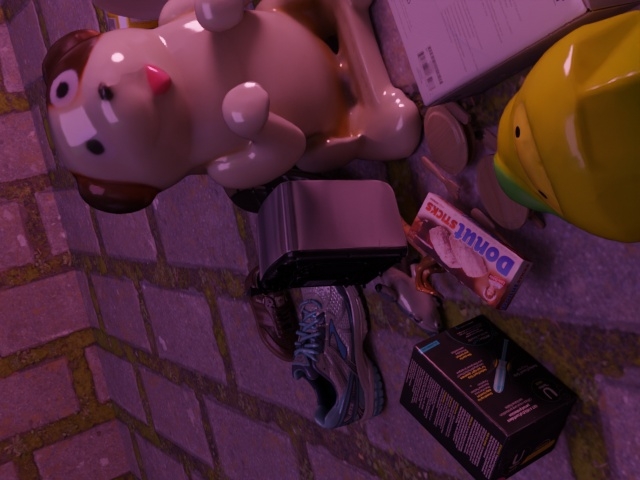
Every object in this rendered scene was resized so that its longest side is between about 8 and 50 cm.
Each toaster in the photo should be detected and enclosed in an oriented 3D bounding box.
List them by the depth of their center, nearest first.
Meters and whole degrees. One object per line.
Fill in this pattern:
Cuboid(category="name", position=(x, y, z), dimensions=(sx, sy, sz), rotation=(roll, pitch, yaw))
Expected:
Cuboid(category="toaster", position=(0.000, 0.000, 1.000), dimensions=(0.168, 0.186, 0.110), rotation=(132, 133, -66))

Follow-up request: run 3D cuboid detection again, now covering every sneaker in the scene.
Cuboid(category="sneaker", position=(0.010, 0.163, 1.197), dimensions=(0.110, 0.122, 0.283), rotation=(-17, 91, 59))
Cuboid(category="sneaker", position=(-0.085, 0.131, 1.386), dimensions=(0.188, 0.066, 0.071), rotation=(59, 146, 20))

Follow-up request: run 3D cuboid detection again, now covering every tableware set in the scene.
Cuboid(category="tableware set", position=(0.186, -0.091, 0.869), dimensions=(0.194, 0.039, 0.128), rotation=(53, 157, 38))

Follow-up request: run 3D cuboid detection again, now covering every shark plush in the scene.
Cuboid(category="shark plush", position=(0.142, 0.093, 1.049), dimensions=(0.161, 0.073, 0.067), rotation=(42, 163, 9))

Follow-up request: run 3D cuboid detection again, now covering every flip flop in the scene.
Cuboid(category="flip flop", position=(-0.039, -0.076, 1.179), dimensions=(0.277, 0.080, 0.112), rotation=(17, 129, 36))

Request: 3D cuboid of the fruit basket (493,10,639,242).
Cuboid(category="fruit basket", position=(0.254, -0.092, 0.504), dimensions=(0.392, 0.283, 0.392), rotation=(11, 113, 27))

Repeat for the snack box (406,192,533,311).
Cuboid(category="snack box", position=(0.168, 0.010, 0.883), dimensions=(0.178, 0.022, 0.064), rotation=(45, 113, 50))

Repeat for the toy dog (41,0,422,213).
Cuboid(category="toy dog", position=(-0.147, -0.195, 0.983), dimensions=(0.395, 0.408, 0.284), rotation=(1, 105, 57))

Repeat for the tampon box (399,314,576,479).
Cuboid(category="tampon box", position=(0.197, 0.191, 0.915), dimensions=(0.161, 0.120, 0.101), rotation=(43, 138, 39))

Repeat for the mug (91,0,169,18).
Cuboid(category="mug", position=(-0.236, -0.553, 1.063), dimensions=(0.374, 0.276, 0.328), rotation=(-38, 68, 64))

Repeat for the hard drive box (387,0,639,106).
Cuboid(category="hard drive box", position=(0.173, -0.261, 0.749), dimensions=(0.232, 0.089, 0.181), rotation=(-21, 87, 60))

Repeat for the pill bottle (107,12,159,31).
Cuboid(category="pill bottle", position=(-0.353, -0.484, 1.441), dimensions=(0.119, 0.119, 0.208), rotation=(26, 127, 50))

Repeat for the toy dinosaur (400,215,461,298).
Cuboid(category="toy dinosaur", position=(0.147, 0.013, 0.981), dimensions=(0.211, 0.064, 0.112), rotation=(19, 91, 53))
